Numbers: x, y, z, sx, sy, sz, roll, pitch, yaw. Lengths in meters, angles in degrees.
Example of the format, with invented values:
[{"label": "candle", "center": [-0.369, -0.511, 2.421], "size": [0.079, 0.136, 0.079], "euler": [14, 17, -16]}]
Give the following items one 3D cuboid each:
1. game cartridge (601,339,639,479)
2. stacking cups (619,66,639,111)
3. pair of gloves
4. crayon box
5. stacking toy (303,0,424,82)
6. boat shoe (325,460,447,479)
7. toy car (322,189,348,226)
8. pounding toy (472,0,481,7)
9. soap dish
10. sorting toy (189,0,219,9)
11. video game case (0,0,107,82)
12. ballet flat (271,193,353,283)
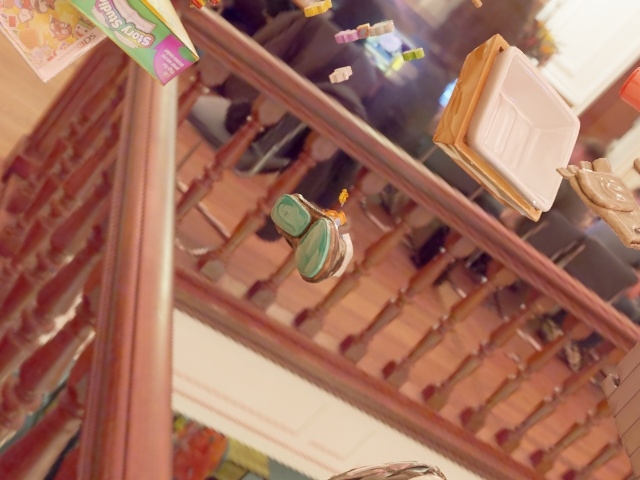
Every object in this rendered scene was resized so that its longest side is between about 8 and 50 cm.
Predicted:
[{"label": "game cartridge", "center": [0.517, 0.160, 1.197], "size": [0.068, 0.355, 0.230], "euler": [17, 35, -19]}, {"label": "stacking cups", "center": [0.627, -0.169, 1.478], "size": [0.316, 0.096, 0.096], "euler": [38, 18, 17]}, {"label": "pair of gloves", "center": [0.489, -0.050, 1.378], "size": [0.240, 0.042, 0.204], "euler": [0, 43, -29]}, {"label": "crayon box", "center": [-0.411, -0.508, 1.735], "size": [0.363, 0.106, 0.313], "euler": [41, 16, -52]}, {"label": "stacking toy", "center": [0.091, -0.430, 1.892], "size": [0.166, 0.221, 0.052], "euler": [70, 28, -22]}, {"label": "boat shoe", "center": [0.027, 0.293, 1.007], "size": [0.079, 0.233, 0.084], "euler": [-104, -177, -73]}, {"label": "toy car", "center": [0.028, -0.070, 2.104], "size": [0.060, 0.122, 0.040], "euler": [18, 55, 12]}, {"label": "pounding toy", "center": [0.311, -0.554, 1.796], "size": [0.206, 0.181, 0.094], "euler": [-1, 23, -17]}, {"label": "soap dish", "center": [0.343, -0.201, 1.688], "size": [0.118, 0.228, 0.291], "euler": [7, -21, 48]}, {"label": "sorting toy", "center": [-0.258, -0.488, 1.716], "size": [0.132, 0.046, 0.274], "euler": [44, 1, -20]}, {"label": "video game case", "center": [-0.577, -0.484, 1.938], "size": [0.227, 0.206, 0.026], "euler": [54, -11, -24]}, {"label": "ballet flat", "center": [0.000, 0.000, 1.497], "size": [0.096, 0.095, 0.280], "euler": [31, 14, -27]}]
